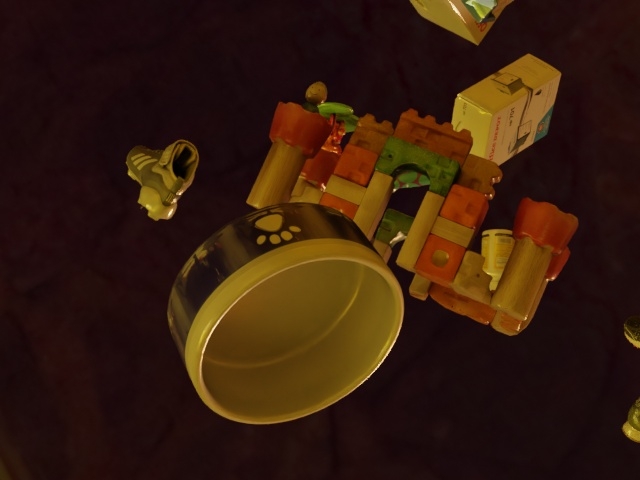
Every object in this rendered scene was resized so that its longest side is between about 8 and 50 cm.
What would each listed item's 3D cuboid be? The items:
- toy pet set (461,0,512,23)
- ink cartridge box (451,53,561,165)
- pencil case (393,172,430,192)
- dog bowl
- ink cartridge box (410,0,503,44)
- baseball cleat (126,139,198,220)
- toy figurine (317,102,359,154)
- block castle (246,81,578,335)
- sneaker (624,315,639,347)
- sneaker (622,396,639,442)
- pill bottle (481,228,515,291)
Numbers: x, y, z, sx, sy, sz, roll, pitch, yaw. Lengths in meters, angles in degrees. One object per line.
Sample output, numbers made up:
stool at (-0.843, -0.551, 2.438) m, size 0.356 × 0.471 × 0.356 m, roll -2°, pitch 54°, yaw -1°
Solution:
toy pet set at (0.209, -0.354, 1.779) m, size 0.065 × 0.114 × 0.122 m, roll -34°, pitch -13°, yaw -4°
ink cartridge box at (0.314, -0.215, 2.228) m, size 0.191 × 0.082 × 0.139 m, roll -34°, pitch -35°, yaw -35°
pencil case at (0.203, -0.136, 2.571) m, size 0.152 × 0.064 × 0.070 m, roll -8°, pitch -38°, yaw 9°
dog bowl at (-0.042, 0.087, 1.529) m, size 0.265 × 0.104 × 0.265 m, roll -16°, pitch -45°, yaw -17°
ink cartridge box at (0.261, -0.484, 2.065) m, size 0.289 × 0.121 × 0.211 m, roll -56°, pitch -25°, yaw 1°
baseball cleat at (-0.213, -0.102, 1.801) m, size 0.072 × 0.206 × 0.109 m, roll 31°, pitch -75°, yaw -30°
toy figurine at (0.012, -0.161, 2.467) m, size 0.130 × 0.159 × 0.173 m, roll 7°, pitch -13°, yaw -8°
block castle at (0.138, -0.047, 1.885) m, size 0.303 × 0.453 × 0.212 m, roll 55°, pitch -122°, yaw -76°
sneaker at (0.601, 0.147, 2.245) m, size 0.072 × 0.178 × 0.077 m, roll -37°, pitch -62°, yaw -30°
sneaker at (0.575, 0.282, 2.025) m, size 0.192 × 0.064 × 0.086 m, roll 11°, pitch -64°, yaw -3°
pill bottle at (0.332, 0.041, 2.431) m, size 0.065 × 0.116 × 0.065 m, roll 4°, pitch -12°, yaw 1°
